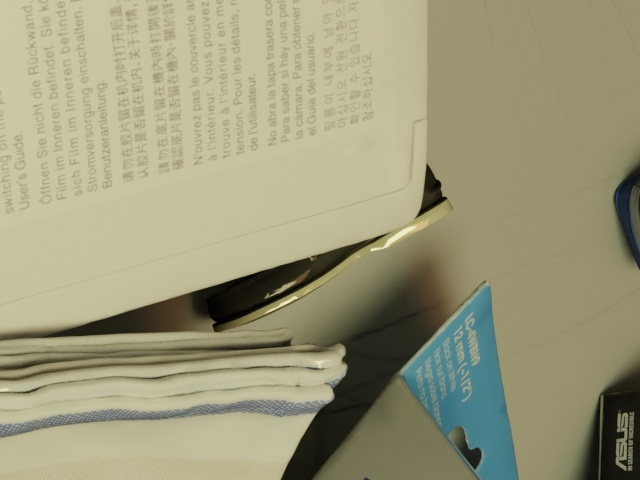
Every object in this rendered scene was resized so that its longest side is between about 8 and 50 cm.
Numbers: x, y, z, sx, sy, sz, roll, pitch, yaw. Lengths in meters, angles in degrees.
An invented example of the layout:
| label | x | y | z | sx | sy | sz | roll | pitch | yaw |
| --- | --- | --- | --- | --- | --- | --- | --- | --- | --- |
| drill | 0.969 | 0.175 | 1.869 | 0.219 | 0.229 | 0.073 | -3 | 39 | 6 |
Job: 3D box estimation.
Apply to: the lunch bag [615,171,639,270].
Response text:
| label | x | y | z | sx | sy | sz | roll | pitch | yaw |
| --- | --- | --- | --- | --- | --- | --- | --- | --- | --- |
| lunch bag | 0.220 | -0.021 | 0.905 | 0.098 | 0.065 | 0.067 | -26 | 106 | -24 |

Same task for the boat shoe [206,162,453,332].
| label | x | y | z | sx | sy | sz | roll | pitch | yaw |
| --- | --- | --- | --- | --- | --- | --- | --- | --- | --- |
| boat shoe | -0.001 | 0.000 | 0.767 | 0.133 | 0.049 | 0.042 | -32 | 96 | -15 |

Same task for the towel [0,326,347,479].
| label | x | y | z | sx | sy | sz | roll | pitch | yaw |
| --- | --- | --- | --- | --- | --- | --- | --- | --- | --- |
| towel | -0.124 | 0.148 | 0.673 | 0.209 | 0.034 | 0.285 | 1 | 130 | -36 |

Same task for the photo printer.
| label | x | y | z | sx | sy | sz | roll | pitch | yaw |
| --- | --- | --- | --- | --- | --- | --- | --- | --- | --- |
| photo printer | -0.105 | -0.089 | 0.610 | 0.308 | 0.107 | 0.256 | -17 | 118 | -30 |

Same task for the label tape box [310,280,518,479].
| label | x | y | z | sx | sy | sz | roll | pitch | yaw |
| --- | --- | --- | --- | --- | --- | --- | --- | --- | --- |
| label tape box | 0.035 | 0.229 | 0.765 | 0.347 | 0.115 | 0.249 | -47 | 146 | -26 |

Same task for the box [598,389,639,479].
| label | x | y | z | sx | sy | sz | roll | pitch | yaw |
| --- | --- | --- | --- | --- | --- | --- | --- | --- | --- |
| box | 0.285 | 0.243 | 0.980 | 0.307 | 0.077 | 0.242 | 24 | 64 | -40 |
